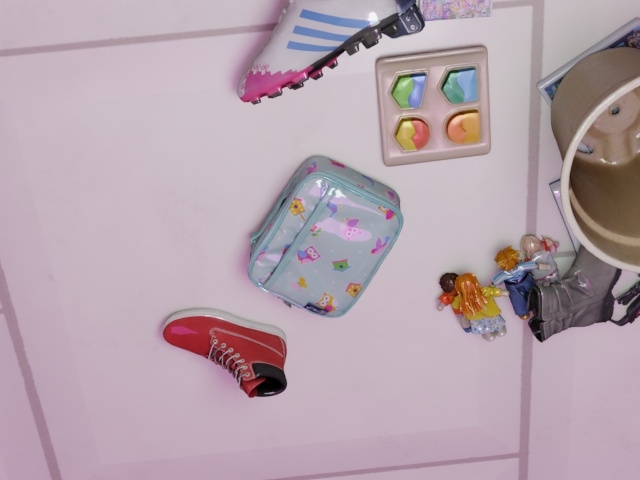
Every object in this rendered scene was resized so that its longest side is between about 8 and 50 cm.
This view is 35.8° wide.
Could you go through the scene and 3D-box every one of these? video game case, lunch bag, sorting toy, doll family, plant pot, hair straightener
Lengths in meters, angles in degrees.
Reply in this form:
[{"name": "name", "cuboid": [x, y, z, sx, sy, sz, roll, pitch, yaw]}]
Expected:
[{"name": "video game case", "cuboid": [0.507, -0.259, 1.726, 0.201, 0.023, 0.183, -33, 117, 15]}, {"name": "lunch bag", "cuboid": [0.000, 0.000, 1.785, 0.224, 0.108, 0.279, 25, 115, -17]}, {"name": "sorting toy", "cuboid": [0.198, -0.226, 1.712, 0.193, 0.038, 0.208, -7, 120, 0]}, {"name": "doll family", "cuboid": [0.343, 0.091, 1.856, 0.263, 0.118, 0.163, -27, 121, 9]}, {"name": "plant pot", "cuboid": [0.512, -0.165, 1.584, 0.333, 0.305, 0.334, -1, 118, -2]}, {"name": "hair straightener", "cuboid": [0.633, 0.084, 1.925, 0.089, 0.047, 0.230, 37, 115, -22]}, {"name": "video game case", "cuboid": [0.223, -0.407, 1.626, 0.122, 0.011, 0.087, -4, 120, -2]}]

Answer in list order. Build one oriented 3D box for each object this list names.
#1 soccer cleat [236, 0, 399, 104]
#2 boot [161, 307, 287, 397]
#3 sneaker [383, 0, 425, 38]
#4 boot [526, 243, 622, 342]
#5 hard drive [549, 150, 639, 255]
[{"name": "soccer cleat", "cuboid": [-0.021, -0.333, 1.574, 0.331, 0.116, 0.143, -23, 95, 37]}, {"name": "boot", "cuboid": [-0.181, 0.218, 1.858, 0.244, 0.176, 0.088, 11, 120, -9]}, {"name": "sneaker", "cuboid": [0.141, -0.423, 1.559, 0.226, 0.086, 0.163, -36, 106, 26]}, {"name": "boot", "cuboid": [0.459, 0.076, 1.807, 0.161, 0.083, 0.247, -15, 123, -15]}, {"name": "hard drive", "cuboid": [0.606, -0.080, 1.824, 0.318, 0.040, 0.210, -24, 118, 10]}]
